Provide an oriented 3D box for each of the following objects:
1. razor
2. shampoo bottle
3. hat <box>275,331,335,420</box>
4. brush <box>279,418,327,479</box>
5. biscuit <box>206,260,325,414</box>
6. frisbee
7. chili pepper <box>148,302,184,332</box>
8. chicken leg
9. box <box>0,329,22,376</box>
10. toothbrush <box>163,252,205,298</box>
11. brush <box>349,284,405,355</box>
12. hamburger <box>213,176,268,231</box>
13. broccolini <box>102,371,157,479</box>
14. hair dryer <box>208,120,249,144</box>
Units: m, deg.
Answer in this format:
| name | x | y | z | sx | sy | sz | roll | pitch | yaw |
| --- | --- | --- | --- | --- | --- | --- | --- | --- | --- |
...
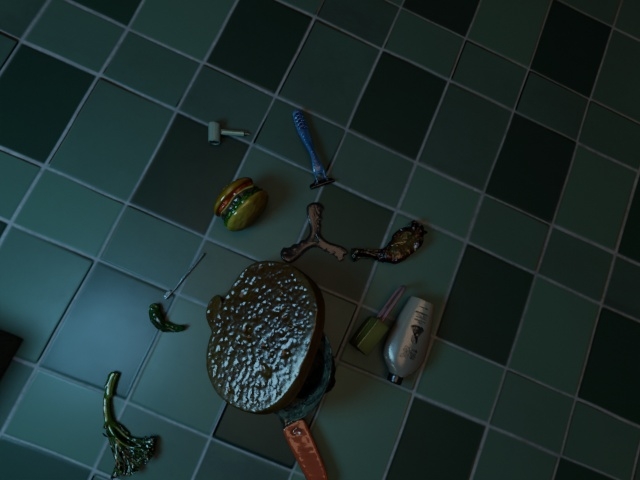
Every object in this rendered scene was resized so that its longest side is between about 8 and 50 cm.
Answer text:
| name | x | y | z | sx | sy | sz | roll | pitch | yaw |
| --- | --- | --- | --- | --- | --- | --- | --- | --- | --- |
| razor | -0.032 | -0.290 | 1.248 | 0.082 | 0.042 | 0.253 | -18 | 83 | -9 |
| shampoo bottle | 0.257 | 0.296 | 1.179 | 0.127 | 0.078 | 0.256 | 23 | 82 | -8 |
| hat | -0.029 | 0.359 | 1.101 | 0.128 | 0.266 | 0.265 | 22 | 77 | -41 |
| brush | -0.031 | 0.600 | 1.108 | 0.070 | 0.051 | 0.323 | -27 | 86 | -13 |
| biscuit | -0.163 | 0.246 | 1.085 | 0.351 | 0.070 | 0.394 | 24 | 84 | 26 |
| frisbee | 0.000 | 0.000 | 1.223 | 0.188 | 0.012 | 0.210 | 26 | 78 | -4 |
| chili pepper | -0.440 | 0.227 | 1.120 | 0.118 | 0.035 | 0.055 | 39 | 95 | 3 |
| chicken leg | 0.216 | 0.022 | 1.230 | 0.253 | 0.051 | 0.105 | -22 | 79 | -9 |
| box | -0.941 | 0.338 | 0.960 | 0.225 | 0.190 | 0.297 | 25 | 78 | -3 |
| toothbrush | -0.392 | 0.100 | 1.157 | 0.014 | 0.011 | 0.167 | 37 | 79 | 5 |
| brush | 0.179 | 0.224 | 1.169 | 0.047 | 0.103 | 0.233 | 41 | 78 | -3 |
| hamburger | -0.225 | -0.102 | 1.137 | 0.115 | 0.162 | 0.162 | 43 | 79 | 2 |
| broccolini | -0.511 | 0.480 | 1.067 | 0.123 | 0.062 | 0.271 | -11 | 80 | -19 |
| hair dryer | -0.279 | -0.325 | 1.228 | 0.124 | 0.038 | 0.063 | 1 | 83 | -15 |
